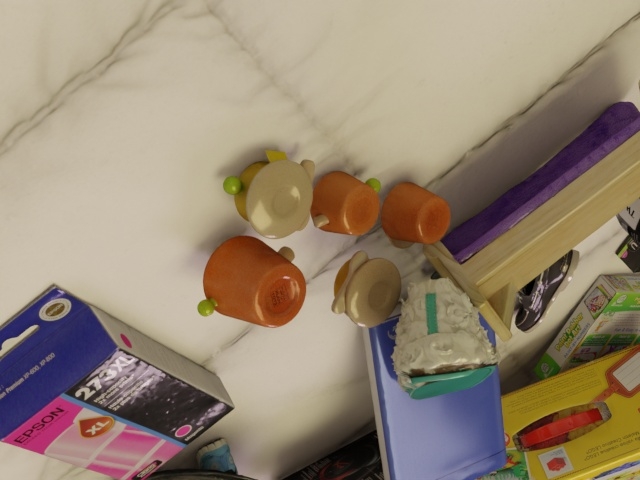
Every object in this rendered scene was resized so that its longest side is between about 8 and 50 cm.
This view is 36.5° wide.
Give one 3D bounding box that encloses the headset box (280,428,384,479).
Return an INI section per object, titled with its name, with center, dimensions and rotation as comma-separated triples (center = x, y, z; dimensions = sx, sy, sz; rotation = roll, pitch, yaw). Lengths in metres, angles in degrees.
[headset box]
center = 0.068, 0.433, 1.629
dimensions = 0.293, 0.218, 0.110
rotation = -25, 102, -17

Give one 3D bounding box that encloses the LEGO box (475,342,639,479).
[LEGO box]
center = 0.463, 0.412, 1.883
dimensions = 0.500, 0.193, 0.372
rotation = -21, 151, 1

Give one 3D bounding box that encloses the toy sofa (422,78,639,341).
[toy sofa]
center = 0.307, -0.054, 1.256
dimensions = 0.362, 0.177, 0.150
rotation = -38, 149, 5

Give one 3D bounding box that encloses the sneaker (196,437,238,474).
[sneaker]
center = -0.157, 0.373, 1.482
dimensions = 0.063, 0.073, 0.162
rotation = -22, 145, -21

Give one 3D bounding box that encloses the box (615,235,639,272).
[box]
center = 0.577, 0.015, 1.713
dimensions = 0.083, 0.052, 0.062
rotation = -9, 139, -38

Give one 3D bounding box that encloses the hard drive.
[hard drive]
center = 0.180, 0.236, 1.482
dimensions = 0.210, 0.040, 0.319
rotation = -17, 111, -22

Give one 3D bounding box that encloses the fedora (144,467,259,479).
[fedora]
center = -0.169, 0.472, 1.419
dimensions = 0.334, 0.152, 0.334
rotation = 0, 136, 0

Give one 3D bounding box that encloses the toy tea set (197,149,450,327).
[toy tea set]
center = 0.000, 0.000, 1.143
dimensions = 0.336, 0.124, 0.200
rotation = 4, 101, -41

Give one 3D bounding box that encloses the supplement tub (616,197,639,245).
[supplement tub]
center = 0.563, -0.027, 1.399
dimensions = 0.193, 0.316, 0.193
rotation = -24, 145, -18

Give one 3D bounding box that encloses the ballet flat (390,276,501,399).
[ballet flat]
center = 0.159, 0.124, 1.249
dimensions = 0.147, 0.147, 0.409
rotation = -34, 167, -2

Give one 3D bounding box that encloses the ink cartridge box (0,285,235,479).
[ink cartridge box]
center = -0.262, 0.186, 1.159
dimensions = 0.175, 0.069, 0.371
rotation = -38, 145, 4

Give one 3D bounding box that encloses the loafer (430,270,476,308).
[loafer]
center = 0.287, 0.008, 1.392
dimensions = 0.267, 0.084, 0.096
rotation = -36, 168, 4

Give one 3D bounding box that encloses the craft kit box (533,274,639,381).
[craft kit box]
center = 0.567, 0.178, 1.873
dimensions = 0.250, 0.061, 0.247
rotation = 4, 129, -36

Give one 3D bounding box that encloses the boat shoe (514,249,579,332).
[boat shoe]
center = 0.358, 0.077, 1.606
dimensions = 0.065, 0.075, 0.206
rotation = 20, 139, -1
